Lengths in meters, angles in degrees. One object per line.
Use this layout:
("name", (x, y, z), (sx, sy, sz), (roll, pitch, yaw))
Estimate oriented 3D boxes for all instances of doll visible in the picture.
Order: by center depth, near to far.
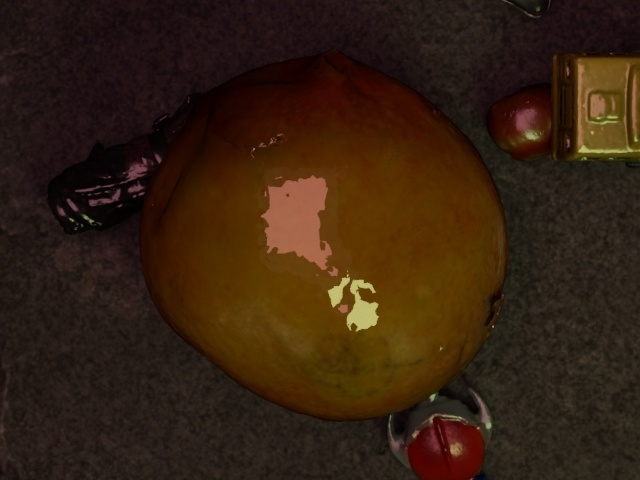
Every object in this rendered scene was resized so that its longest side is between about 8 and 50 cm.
("doll", (0.134, 0.226, 1.906), (0.104, 0.062, 0.194), (-15, 96, 25))

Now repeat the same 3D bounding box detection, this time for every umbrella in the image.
("umbrella", (-0.137, -0.101, 1.928), (0.326, 0.090, 0.094), (-27, 73, 8))

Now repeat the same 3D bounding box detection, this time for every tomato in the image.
("tomato", (0.213, -0.119, 1.884), (0.087, 0.087, 0.075), (-22, 93, 7))

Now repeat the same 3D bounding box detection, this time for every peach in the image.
("peach", (0.001, -0.001, 1.792), (0.373, 0.290, 0.372), (14, 131, 17))

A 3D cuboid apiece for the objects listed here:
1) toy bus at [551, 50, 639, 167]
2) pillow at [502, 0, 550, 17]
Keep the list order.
("toy bus", (0.399, -0.132, 1.817), (0.336, 0.123, 0.121), (0, 92, -2))
("pillow", (0.178, -0.286, 1.902), (0.136, 0.055, 0.091), (14, 123, 11))
